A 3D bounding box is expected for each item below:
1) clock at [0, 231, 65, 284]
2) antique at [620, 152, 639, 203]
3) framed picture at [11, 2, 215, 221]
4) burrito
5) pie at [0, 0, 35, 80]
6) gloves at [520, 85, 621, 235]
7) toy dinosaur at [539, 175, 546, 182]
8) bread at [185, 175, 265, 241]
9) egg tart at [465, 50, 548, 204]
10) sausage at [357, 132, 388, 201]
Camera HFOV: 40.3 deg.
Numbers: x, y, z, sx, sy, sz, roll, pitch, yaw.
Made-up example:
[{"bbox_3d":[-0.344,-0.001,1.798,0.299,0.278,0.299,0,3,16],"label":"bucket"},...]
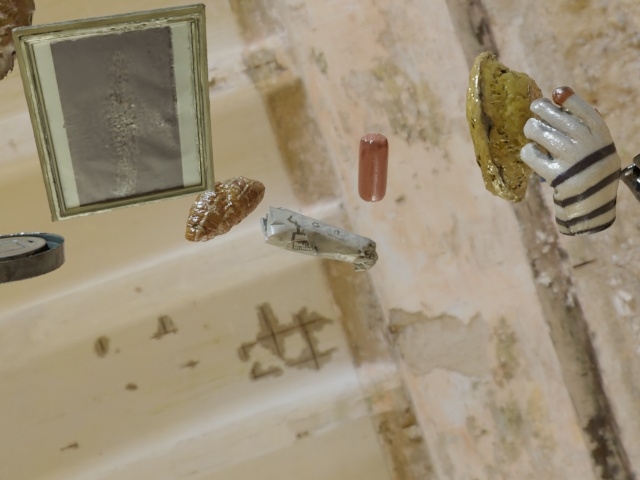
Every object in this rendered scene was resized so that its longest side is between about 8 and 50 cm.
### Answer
[{"bbox_3d":[-0.561,0.031,1.548,0.215,0.215,0.042,-105,10,-75],"label":"clock"},{"bbox_3d":[0.757,-0.094,1.748,0.322,0.185,0.255,76,169,-78],"label":"antique"},{"bbox_3d":[-0.250,-0.152,1.115,0.018,0.231,0.293,-119,23,-43],"label":"framed picture"},{"bbox_3d":[0.000,0.000,1.406,0.064,0.203,0.064,-162,90,-73],"label":"burrito"},{"bbox_3d":[-0.610,-0.423,1.407,0.103,0.288,0.354,-115,23,-56],"label":"pie"},{"bbox_3d":[0.400,-0.128,1.360,0.131,0.140,0.218,-121,17,-70],"label":"gloves"},{"bbox_3d":[0.643,-0.224,2.258,0.248,0.075,0.188,-145,56,-66],"label":"toy dinosaur"},{"bbox_3d":[-0.198,-0.080,1.808,0.105,0.233,0.076,34,137,19],"label":"bread"},{"bbox_3d":[0.417,-0.252,1.886,0.341,0.132,0.341,27,-121,-58],"label":"egg tart"},{"bbox_3d":[0.109,-0.149,1.812,0.062,0.062,0.154,-107,14,-53],"label":"sausage"}]
